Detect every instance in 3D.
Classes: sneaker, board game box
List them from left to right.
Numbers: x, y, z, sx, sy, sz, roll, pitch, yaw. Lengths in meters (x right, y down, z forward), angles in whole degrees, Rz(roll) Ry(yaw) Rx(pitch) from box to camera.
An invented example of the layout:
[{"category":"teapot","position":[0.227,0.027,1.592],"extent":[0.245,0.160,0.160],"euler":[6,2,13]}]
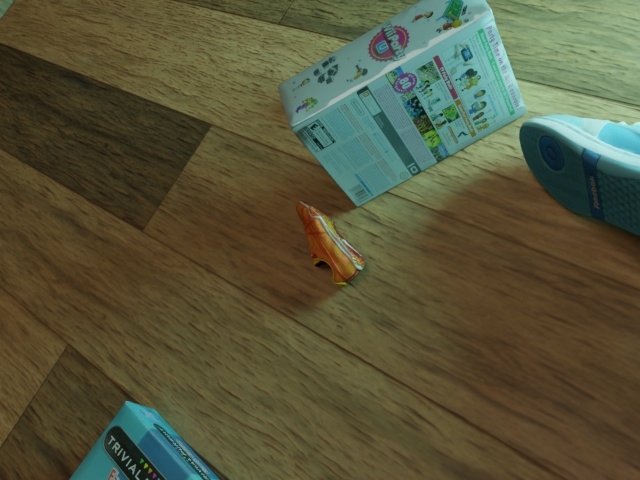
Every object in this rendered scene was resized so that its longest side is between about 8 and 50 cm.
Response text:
[{"category":"board game box","position":[-0.297,0.450,0.967],"extent":[0.253,0.079,0.336],"euler":[31,83,36]},{"category":"sneaker","position":[0.000,0.000,1.044],"extent":[0.067,0.064,0.175],"euler":[-46,50,13]},{"category":"board game box","position":[0.126,-0.206,0.979],"extent":[0.303,0.224,0.098],"euler":[-27,53,14]},{"category":"sneaker","position":[0.425,-0.114,0.847],"extent":[0.208,0.127,0.319],"euler":[-31,39,-12]}]
